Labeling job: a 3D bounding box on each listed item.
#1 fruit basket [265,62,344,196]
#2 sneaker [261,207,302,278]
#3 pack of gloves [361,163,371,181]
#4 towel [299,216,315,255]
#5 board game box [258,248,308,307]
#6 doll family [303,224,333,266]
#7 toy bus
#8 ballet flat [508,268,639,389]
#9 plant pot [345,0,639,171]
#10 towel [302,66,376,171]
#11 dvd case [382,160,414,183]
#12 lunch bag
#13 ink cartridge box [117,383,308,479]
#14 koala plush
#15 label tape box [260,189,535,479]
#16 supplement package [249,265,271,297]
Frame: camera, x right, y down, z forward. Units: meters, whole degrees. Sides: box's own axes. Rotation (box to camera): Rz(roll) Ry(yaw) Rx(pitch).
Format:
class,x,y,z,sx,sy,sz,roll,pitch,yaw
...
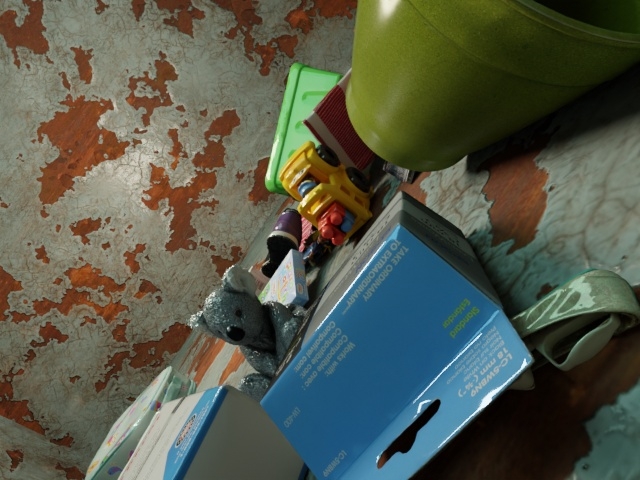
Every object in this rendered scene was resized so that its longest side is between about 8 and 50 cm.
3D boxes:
class,x,y,z,sx,sy,sz,roll,pitch,yaw
fruit basket,-0.031,-0.300,1.260,0.392,0.283,0.392,-12,73,44
sneaker,-0.092,0.019,1.183,0.283,0.107,0.124,113,176,-57
pack of gloves,0.124,-0.270,1.249,0.232,0.046,0.195,35,110,62
towel,-0.059,-0.012,1.343,0.199,0.031,0.275,-45,23,48
board game box,-0.101,0.148,1.032,0.211,0.039,0.160,-54,28,30
doll family,0.000,0.000,1.100,0.111,0.076,0.193,-42,23,31
toy bus,0.011,-0.092,0.974,0.149,0.220,0.211,-42,24,29
ballet flat,0.164,0.086,0.331,0.168,0.057,0.052,-49,24,29
plant pot,0.195,-0.278,0.564,0.366,0.366,0.353,-61,2,-24
towel,0.132,-0.330,1.025,0.329,0.237,0.037,-46,47,2
dvd case,0.189,-0.224,0.944,0.221,0.018,0.165,-107,29,-73
lunch bag,-0.391,0.427,0.952,0.224,0.108,0.279,-46,13,6
ink cartridge box,-0.208,0.401,0.636,0.395,0.166,0.285,-36,23,53
koala plush,-0.139,0.169,0.838,0.196,0.221,0.203,-53,13,15
label tape box,0.053,0.089,0.443,0.241,0.106,0.334,-54,0,18
supplement package,-0.246,0.189,1.431,0.179,0.105,0.105,-42,19,42
